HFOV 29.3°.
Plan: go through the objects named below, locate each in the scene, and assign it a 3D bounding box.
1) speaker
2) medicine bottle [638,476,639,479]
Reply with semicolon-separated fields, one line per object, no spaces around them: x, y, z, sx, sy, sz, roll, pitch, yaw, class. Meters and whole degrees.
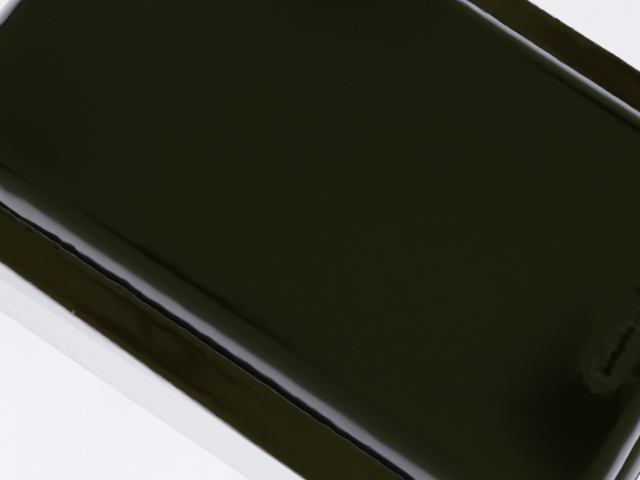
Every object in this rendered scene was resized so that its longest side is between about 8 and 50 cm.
0.000;0.000;0.414;0.231;0.192;0.153;34;-103;2;speaker
0.218;0.130;0.605;0.103;0.186;0.102;0;-73;0;medicine bottle
